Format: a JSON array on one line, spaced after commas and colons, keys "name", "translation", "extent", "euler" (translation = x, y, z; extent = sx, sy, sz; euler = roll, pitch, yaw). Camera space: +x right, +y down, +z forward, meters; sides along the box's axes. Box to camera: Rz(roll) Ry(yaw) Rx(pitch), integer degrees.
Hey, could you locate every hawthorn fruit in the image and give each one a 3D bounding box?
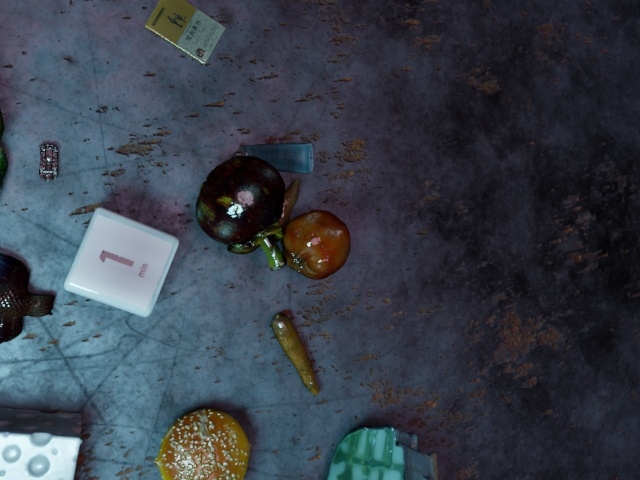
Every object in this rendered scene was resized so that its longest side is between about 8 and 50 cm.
[{"name": "hawthorn fruit", "translation": [0.000, 0.000, 1.653], "extent": [0.200, 0.179, 0.179], "euler": [-39, 101, -30]}]

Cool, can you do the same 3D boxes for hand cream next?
[{"name": "hand cream", "translation": [-0.120, -0.223, 1.687], "extent": [0.224, 0.048, 0.083], "euler": [0, 88, -27]}]

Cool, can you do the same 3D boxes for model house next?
[{"name": "model house", "translation": [0.210, 0.671, 1.700], "extent": [0.329, 0.251, 0.295], "euler": [27, 53, -40]}]

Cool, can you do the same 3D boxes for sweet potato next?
[{"name": "sweet potato", "translation": [-0.106, -0.067, 1.675], "extent": [0.065, 0.051, 0.218], "euler": [37, 76, -13]}]

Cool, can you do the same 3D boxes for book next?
[{"name": "book", "translation": [-0.342, -0.542, 1.627], "extent": [0.172, 0.012, 0.118], "euler": [30, 77, -17]}]

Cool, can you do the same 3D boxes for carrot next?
[{"name": "carrot", "translation": [-0.061, 0.299, 1.676], "extent": [0.059, 0.059, 0.248], "euler": [-30, 102, -19]}]

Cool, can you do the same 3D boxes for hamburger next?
[{"name": "hamburger", "translation": [-0.276, 0.518, 1.536], "extent": [0.236, 0.147, 0.237], "euler": [2, 84, -22]}]

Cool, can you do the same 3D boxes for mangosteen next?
[{"name": "mangosteen", "translation": [-0.165, -0.063, 1.554], "extent": [0.231, 0.231, 0.289], "euler": [-44, 95, -17]}]

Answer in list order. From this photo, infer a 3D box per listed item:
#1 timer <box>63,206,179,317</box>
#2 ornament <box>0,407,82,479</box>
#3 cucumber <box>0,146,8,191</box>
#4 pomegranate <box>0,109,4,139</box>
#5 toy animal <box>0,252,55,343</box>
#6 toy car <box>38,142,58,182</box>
[{"name": "timer", "translation": [-0.456, 0.051, 1.460], "extent": [0.194, 0.192, 0.195], "euler": [22, 80, -19]}, {"name": "ornament", "translation": [-0.645, 0.498, 1.344], "extent": [0.239, 0.240, 0.239], "euler": [10, 84, -20]}, {"name": "cucumber", "translation": [-0.762, -0.072, 1.418], "extent": [0.067, 0.067, 0.294], "euler": [26, 77, -18]}, {"name": "pomegranate", "translation": [-0.802, -0.259, 1.325], "extent": [0.254, 0.254, 0.271], "euler": [-23, 80, -20]}, {"name": "toy animal", "translation": [-0.685, 0.137, 1.411], "extent": [0.179, 0.116, 0.219], "euler": [8, 78, -20]}, {"name": "toy car", "translation": [-0.634, -0.181, 1.492], "extent": [0.041, 0.025, 0.093], "euler": [2, 84, -19]}]
